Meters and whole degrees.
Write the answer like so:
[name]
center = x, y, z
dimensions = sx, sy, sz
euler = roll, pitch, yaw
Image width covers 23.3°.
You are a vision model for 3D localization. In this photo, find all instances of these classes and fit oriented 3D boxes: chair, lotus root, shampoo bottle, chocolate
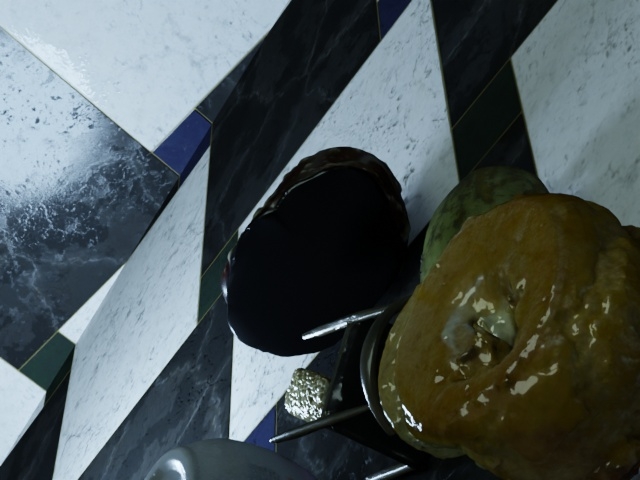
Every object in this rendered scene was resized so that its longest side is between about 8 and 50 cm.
[chair]
center = 0.079, 0.189, 1.956
dimensions = 0.272, 0.166, 0.188
euler = -37, 32, 60
[lotus root]
center = 0.209, 0.009, 1.885
dimensions = 0.173, 0.173, 0.309
euler = -48, 22, 35
[shampoo bottle]
center = -0.100, 0.402, 1.978
dimensions = 0.273, 0.266, 0.273
euler = -48, 27, 34
[chocolate]
center = 0.000, 0.000, 2.339
dimensions = 0.340, 0.225, 0.210
euler = -53, 9, 24

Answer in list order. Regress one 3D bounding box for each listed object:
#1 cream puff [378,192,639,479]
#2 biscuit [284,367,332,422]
[cream puff]
center = 0.230, 0.121, 1.568
dimensions = 0.343, 0.231, 0.327
euler = -39, 35, 36
[biscuit]
center = 0.003, 0.228, 2.218
dimensions = 0.168, 0.082, 0.070
euler = 0, 67, 68
